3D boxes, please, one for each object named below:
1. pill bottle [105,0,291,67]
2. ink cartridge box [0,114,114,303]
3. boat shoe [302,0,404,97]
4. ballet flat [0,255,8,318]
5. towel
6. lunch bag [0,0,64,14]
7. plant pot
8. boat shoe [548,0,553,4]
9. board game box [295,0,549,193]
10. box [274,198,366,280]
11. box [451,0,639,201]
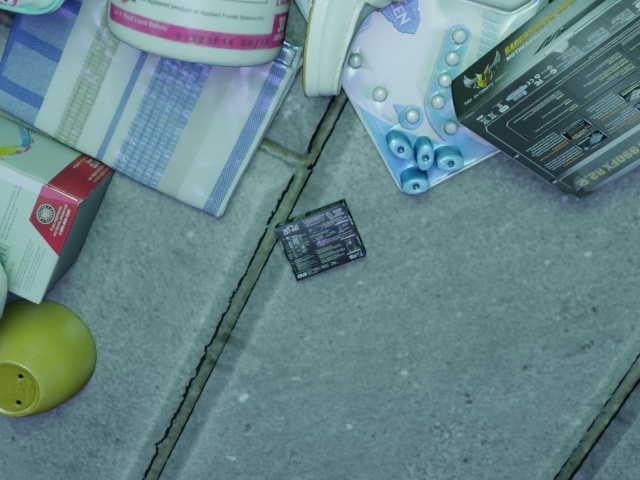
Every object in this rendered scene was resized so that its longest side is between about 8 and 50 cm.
[{"bbox_3d":[-0.087,-0.303,0.738,0.160,0.160,0.283,11,114,-1],"label":"pill bottle"},{"bbox_3d":[-0.330,-0.044,0.909,0.176,0.127,0.128,26,109,-7],"label":"ink cartridge box"},{"bbox_3d":[0.055,-0.251,0.780,0.096,0.098,0.277,17,108,-2],"label":"boat shoe"},{"bbox_3d":[-0.456,0.112,0.896,0.400,0.139,0.139,-24,108,36],"label":"ballet flat"},{"bbox_3d":[-0.182,-0.168,0.910,0.285,0.034,0.209,26,111,-4],"label":"towel"},{"bbox_3d":[-0.274,-0.329,0.707,0.224,0.108,0.279,13,129,-4],"label":"lunch bag"},{"bbox_3d":[-0.332,0.144,0.992,0.134,0.095,0.134,1,109,2],"label":"plant pot"},{"bbox_3d":[0.329,-0.234,0.790,0.257,0.095,0.095,-1,143,0],"label":"boat shoe"},{"bbox_3d":[0.164,-0.287,0.841,0.390,0.050,0.390,-27,105,12],"label":"board game box"},{"bbox_3d":[0.000,0.000,0.965,0.083,0.018,0.067,-21,107,10],"label":"box"},{"bbox_3d":[0.262,-0.146,0.779,0.183,0.056,0.231,26,135,-31],"label":"box"}]
